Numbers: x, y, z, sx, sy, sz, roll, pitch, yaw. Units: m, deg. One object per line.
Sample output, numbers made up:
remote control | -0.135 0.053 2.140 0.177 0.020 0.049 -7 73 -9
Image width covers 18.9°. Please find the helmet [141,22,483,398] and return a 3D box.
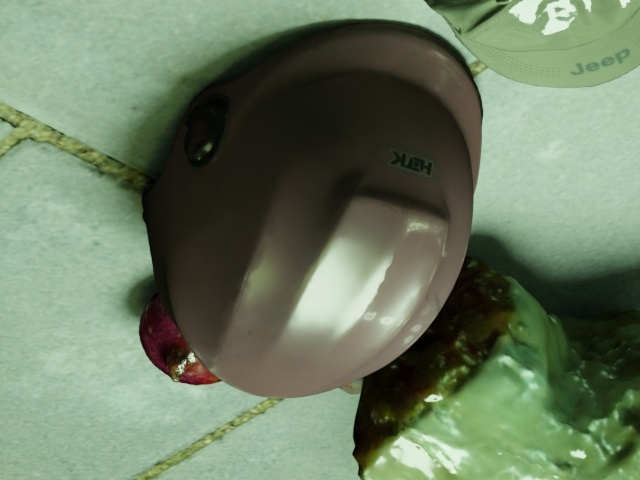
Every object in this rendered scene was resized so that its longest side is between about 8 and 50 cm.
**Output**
helmet | 0.000 0.000 1.577 0.271 0.197 0.338 18 137 -32

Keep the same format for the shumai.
shumai | 0.167 0.189 1.815 0.323 0.324 0.397 33 92 -24

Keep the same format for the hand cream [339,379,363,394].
hand cream | -0.014 0.097 1.850 0.067 0.043 0.209 -31 136 30

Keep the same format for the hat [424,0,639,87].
hat | 0.200 -0.168 1.455 0.214 0.149 0.245 -23 134 16

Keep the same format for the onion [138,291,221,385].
onion | -0.116 0.088 1.754 0.107 0.097 0.107 10 138 9
